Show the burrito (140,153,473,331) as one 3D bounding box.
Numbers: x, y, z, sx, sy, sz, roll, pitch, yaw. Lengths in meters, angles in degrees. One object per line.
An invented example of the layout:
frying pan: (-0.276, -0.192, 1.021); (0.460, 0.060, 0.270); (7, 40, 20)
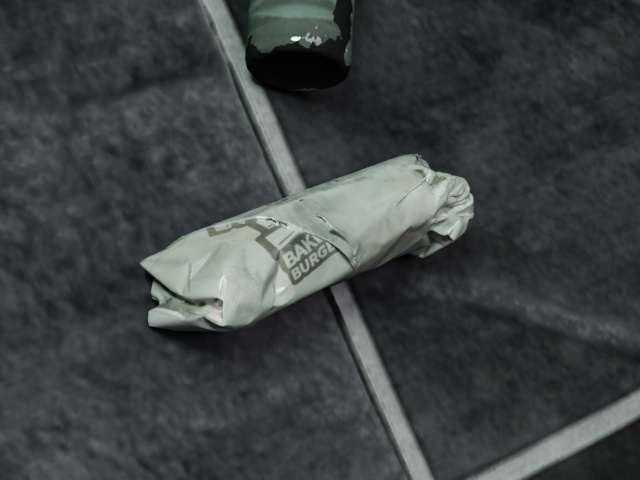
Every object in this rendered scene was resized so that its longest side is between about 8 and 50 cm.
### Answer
burrito: (0.000, 0.000, 1.003); (0.203, 0.064, 0.064); (-19, 85, -37)

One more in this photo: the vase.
vase: (-0.006, -0.188, 1.064); (0.060, 0.060, 0.211); (16, 65, -29)
